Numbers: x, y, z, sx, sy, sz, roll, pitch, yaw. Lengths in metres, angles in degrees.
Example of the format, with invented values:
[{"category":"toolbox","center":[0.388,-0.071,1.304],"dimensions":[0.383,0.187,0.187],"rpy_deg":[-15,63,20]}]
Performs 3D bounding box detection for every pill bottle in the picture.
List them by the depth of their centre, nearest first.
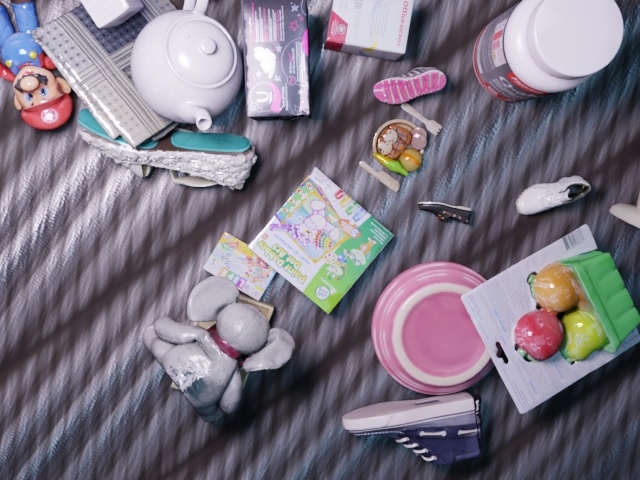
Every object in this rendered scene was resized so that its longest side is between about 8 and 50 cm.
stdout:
[{"category":"pill bottle","center":[0.469,-0.411,1.458],"dimensions":[0.211,0.363,0.210],"rpy_deg":[0,96,-3]}]

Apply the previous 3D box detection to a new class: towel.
[{"category":"towel","center":[-0.399,-0.389,1.511],"dimensions":[0.312,0.056,0.324],"rpy_deg":[-42,96,-30]}]

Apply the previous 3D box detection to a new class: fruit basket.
[{"category":"fruit basket","center":[0.545,0.183,1.627],"dimensions":[0.353,0.165,0.326],"rpy_deg":[-29,97,-1]}]

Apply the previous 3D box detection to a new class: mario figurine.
[{"category":"mario figurine","center":[-0.637,-0.394,1.492],"dimensions":[0.198,0.170,0.320],"rpy_deg":[-23,90,34]}]

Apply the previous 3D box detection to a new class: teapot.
[{"category":"teapot","center":[-0.261,-0.378,1.428],"dimensions":[0.256,0.187,0.252],"rpy_deg":[48,64,-12]}]

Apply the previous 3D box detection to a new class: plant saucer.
[{"category":"plant saucer","center":[0.291,0.218,1.663],"dimensions":[0.333,0.084,0.331],"rpy_deg":[0,96,-3]}]

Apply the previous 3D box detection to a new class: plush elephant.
[{"category":"plush elephant","center":[-0.218,0.231,1.521],"dimensions":[0.255,0.330,0.271],"rpy_deg":[-38,90,-17]}]

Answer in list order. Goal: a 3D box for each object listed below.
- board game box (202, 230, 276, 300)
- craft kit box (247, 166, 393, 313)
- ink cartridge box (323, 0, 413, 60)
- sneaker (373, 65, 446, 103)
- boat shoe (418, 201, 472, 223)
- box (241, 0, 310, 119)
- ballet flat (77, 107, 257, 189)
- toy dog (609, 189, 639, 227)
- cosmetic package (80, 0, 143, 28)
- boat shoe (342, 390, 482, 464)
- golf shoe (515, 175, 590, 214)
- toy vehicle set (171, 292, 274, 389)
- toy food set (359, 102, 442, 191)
[{"category":"board game box","center":[-0.187,0.060,1.645],"dimensions":[0.154,0.026,0.103],"rpy_deg":[31,94,-6]},{"category":"craft kit box","center":[0.000,0.000,1.622],"dimensions":[0.250,0.061,0.246],"rpy_deg":[40,89,-6]},{"category":"ink cartridge box","center":[0.106,-0.485,1.548],"dimensions":[0.176,0.127,0.128],"rpy_deg":[10,95,-4]},{"category":"sneaker","center":[0.209,-0.365,1.605],"dimensions":[0.171,0.074,0.063],"rpy_deg":[-10,116,20]},{"category":"boat shoe","center":[0.296,-0.067,1.646],"dimensions":[0.133,0.049,0.041],"rpy_deg":[11,88,-9]},{"category":"box","center":[-0.095,-0.394,1.530],"dimensions":[0.142,0.163,0.247],"rpy_deg":[-1,96,0]},{"category":"ballet flat","center":[-0.352,-0.191,1.562],"dimensions":[0.409,0.147,0.146],"rpy_deg":[11,96,-3]},{"category":"toy dog","center":[0.860,-0.195,1.503],"dimensions":[0.285,0.395,0.407],"rpy_deg":[14,104,4]},{"category":"cosmetic package","center":[-0.465,-0.551,1.388],"dimensions":[0.086,0.117,0.231],"rpy_deg":[-30,105,11]},{"category":"boat shoe","center":[0.230,0.471,1.664],"dimensions":[0.341,0.127,0.158],"rpy_deg":[-8,91,-2]},{"category":"golf shoe","center":[0.553,-0.108,1.639],"dimensions":[0.176,0.086,0.069],"rpy_deg":[-22,99,1]},{"category":"toy vehicle set","center":[-0.235,0.253,1.660],"dimensions":[0.166,0.035,0.266],"rpy_deg":[21,95,-5]},{"category":"toy food set","center":[0.190,-0.222,1.627],"dimensions":[0.132,0.038,0.192],"rpy_deg":[34,94,-6]}]
